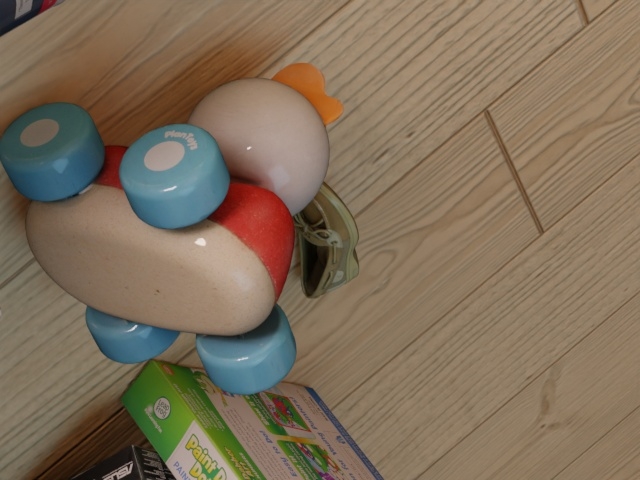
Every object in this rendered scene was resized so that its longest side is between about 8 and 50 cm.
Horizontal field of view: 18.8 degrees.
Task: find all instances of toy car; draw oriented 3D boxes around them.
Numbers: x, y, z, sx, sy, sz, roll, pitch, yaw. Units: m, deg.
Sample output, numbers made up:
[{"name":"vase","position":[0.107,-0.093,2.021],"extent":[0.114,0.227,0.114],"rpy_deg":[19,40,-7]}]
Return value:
[{"name":"toy car","position":[-0.083,-0.050,1.453],"extent":[0.238,0.210,0.219],"rpy_deg":[-56,143,-33]}]

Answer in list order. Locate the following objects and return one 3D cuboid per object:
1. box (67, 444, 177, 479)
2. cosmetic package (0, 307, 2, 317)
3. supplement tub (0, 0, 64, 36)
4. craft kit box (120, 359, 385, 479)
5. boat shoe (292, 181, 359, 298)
[{"name":"box","position":[-0.180,0.254,1.741],"extent":[0.184,0.045,0.191],"rpy_deg":[-28,153,21]},{"name":"cosmetic package","position":[-0.375,0.098,1.316],"extent":[0.224,0.138,0.224],"rpy_deg":[-4,132,-44]},{"name":"supplement tub","position":[-0.280,-0.158,1.042],"extent":[0.272,0.191,0.191],"rpy_deg":[-35,148,-24]},{"name":"craft kit box","position":[-0.026,0.221,1.723],"extent":[0.061,0.250,0.247],"rpy_deg":[-49,146,14]},{"name":"boat shoe","position":[-0.001,-0.001,1.670],"extent":[0.048,0.056,0.153],"rpy_deg":[-37,155,-16]}]
